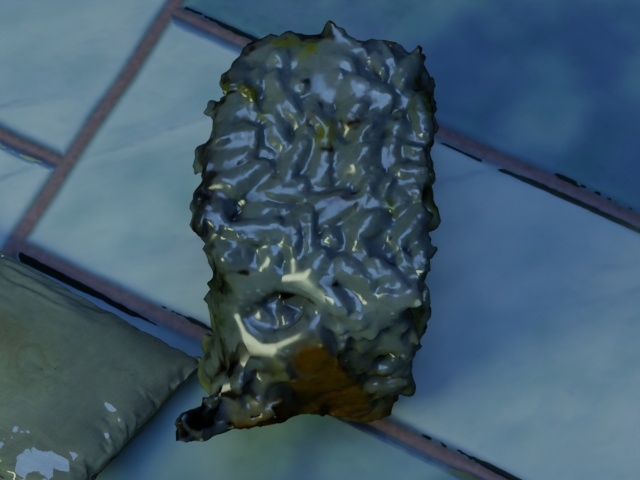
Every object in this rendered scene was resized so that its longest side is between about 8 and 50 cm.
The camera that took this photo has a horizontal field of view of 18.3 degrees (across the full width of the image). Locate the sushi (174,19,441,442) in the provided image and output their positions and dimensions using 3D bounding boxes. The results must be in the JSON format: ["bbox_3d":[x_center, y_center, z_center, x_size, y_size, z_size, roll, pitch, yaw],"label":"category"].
[{"bbox_3d":[0.000,0.000,1.151,0.139,0.184,0.274,2,65,5],"label":"sushi"}]

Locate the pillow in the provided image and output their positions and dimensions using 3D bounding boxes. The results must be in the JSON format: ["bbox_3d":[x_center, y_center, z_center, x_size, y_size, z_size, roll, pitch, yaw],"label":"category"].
[{"bbox_3d":[-0.205,0.068,1.197,0.230,0.050,0.148,30,57,16],"label":"pillow"}]
